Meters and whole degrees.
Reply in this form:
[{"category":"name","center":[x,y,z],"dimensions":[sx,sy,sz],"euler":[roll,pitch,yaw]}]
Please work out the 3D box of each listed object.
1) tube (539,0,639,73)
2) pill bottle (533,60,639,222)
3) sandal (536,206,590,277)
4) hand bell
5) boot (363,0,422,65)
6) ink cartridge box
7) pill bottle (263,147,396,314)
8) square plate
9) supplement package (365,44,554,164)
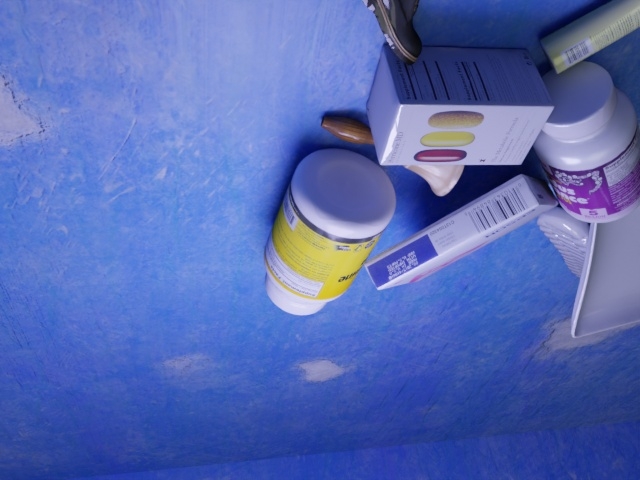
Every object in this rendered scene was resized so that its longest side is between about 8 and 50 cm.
[{"category":"tube","center":[0.455,-0.338,1.013],"dimensions":[0.240,0.070,0.062],"euler":[-27,109,20]},{"category":"pill bottle","center":[0.461,-0.166,1.162],"dimensions":[0.169,0.169,0.301],"euler":[-24,143,20]},{"category":"sandal","center":[0.630,0.019,1.527],"dimensions":[0.416,0.169,0.102],"euler":[36,85,-46]},{"category":"hand bell","center":[0.117,-0.170,1.155],"dimensions":[0.242,0.126,0.126],"euler":[16,140,-14]},{"category":"boot","center":[0.133,-0.339,0.916],"dimensions":[0.137,0.076,0.198],"euler":[-28,143,16]},{"category":"ink cartridge box","center":[0.287,-0.013,1.294],"dimensions":[0.324,0.071,0.330],"euler":[-32,167,25]},{"category":"pill bottle","center":[0.000,0.000,1.272],"dimensions":[0.188,0.187,0.334],"euler":[3,144,-18]},{"category":"square plate","center":[0.678,0.018,1.427],"dimensions":[0.344,0.049,0.346],"euler":[-9,116,-24]},{"category":"supplement package","center":[0.211,-0.210,1.064],"dimensions":[0.244,0.133,0.139],"euler":[-2,145,-11]}]
